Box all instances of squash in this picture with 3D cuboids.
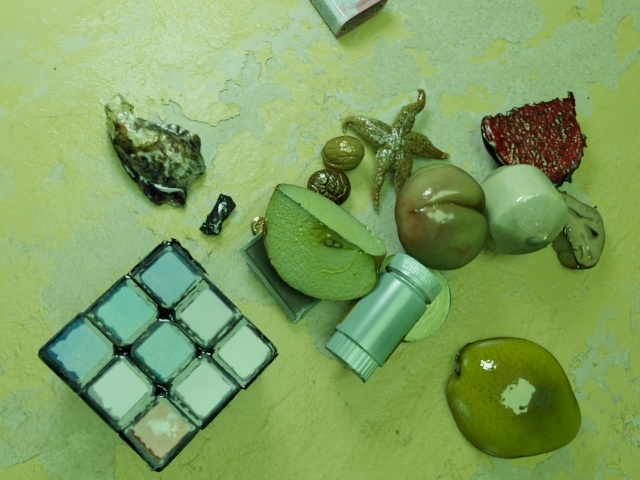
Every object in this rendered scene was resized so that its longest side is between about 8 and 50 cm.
[{"bbox_3d":[0.242,0.163,1.636,0.251,0.049,0.252,2,83,-14],"label":"squash"}]

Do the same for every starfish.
[{"bbox_3d":[0.215,-0.275,1.671,0.327,0.094,0.375,35,80,-8],"label":"starfish"}]

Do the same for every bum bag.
[{"bbox_3d":[-0.271,-0.067,1.549,0.057,0.034,0.125,29,75,2],"label":"bum bag"}]

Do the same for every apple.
[{"bbox_3d":[0.000,0.000,1.487,0.346,0.179,0.254,34,62,-9],"label":"apple"}]

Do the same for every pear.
[{"bbox_3d":[0.556,0.439,1.592,0.386,0.191,0.341,25,77,-9],"label":"pear"}]

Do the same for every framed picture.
[{"bbox_3d":[-0.072,0.065,1.555,0.197,0.014,0.252,-40,102,-20],"label":"framed picture"}]

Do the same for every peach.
[{"bbox_3d":[0.320,-0.065,1.564,0.292,0.247,0.293,2,87,-42],"label":"peach"}]

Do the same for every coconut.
[{"bbox_3d":[0.559,-0.074,1.634,0.244,0.245,0.247,7,46,-13],"label":"coconut"}]

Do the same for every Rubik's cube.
[{"bbox_3d":[-0.355,0.248,1.317,0.362,0.363,0.359,44,72,-5],"label":"Rubik's cube"}]

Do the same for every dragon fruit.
[{"bbox_3d":[0.648,-0.280,1.772,0.343,0.100,0.282,-14,84,-13],"label":"dragon fruit"}]

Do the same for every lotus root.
[{"bbox_3d":[0.784,-0.039,1.783,0.170,0.074,0.261,-8,82,-15],"label":"lotus root"}]

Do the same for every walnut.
[{"bbox_3d":[0.062,-0.245,1.622,0.124,0.105,0.105,7,79,7],"label":"walnut"}]

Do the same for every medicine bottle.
[{"bbox_3d":[0.161,0.200,1.509,0.158,0.158,0.318,42,78,-4],"label":"medicine bottle"}]

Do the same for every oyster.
[{"bbox_3d":[-0.426,-0.233,1.506,0.270,0.100,0.275,7,75,-28],"label":"oyster"}]

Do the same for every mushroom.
[{"bbox_3d":[0.024,-0.146,1.607,0.126,0.085,0.109,-9,84,-16],"label":"mushroom"}]

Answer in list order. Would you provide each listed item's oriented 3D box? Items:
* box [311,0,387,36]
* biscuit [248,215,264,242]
[{"bbox_3d":[0.020,-0.801,1.698,0.190,0.112,0.370,-34,89,-16],"label":"box"},{"bbox_3d":[-0.096,-0.020,1.585,0.184,0.035,0.249,39,74,-6],"label":"biscuit"}]
